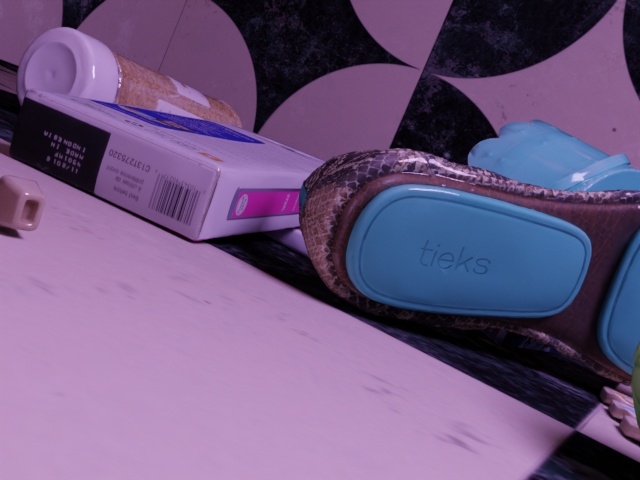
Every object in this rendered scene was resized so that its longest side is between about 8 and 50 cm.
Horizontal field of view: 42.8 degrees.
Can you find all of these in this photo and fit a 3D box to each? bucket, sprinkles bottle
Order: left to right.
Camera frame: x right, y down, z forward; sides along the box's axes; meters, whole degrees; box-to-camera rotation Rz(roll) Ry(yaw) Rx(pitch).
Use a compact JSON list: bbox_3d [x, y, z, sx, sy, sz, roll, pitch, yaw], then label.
[{"bbox_3d":[-0.243,-0.177,1.113,0.121,0.121,0.355,25,5,24],"label":"sprinkles bottle"},{"bbox_3d":[0.313,-0.014,1.106,0.281,0.281,0.183,19,11,-39],"label":"bucket"}]

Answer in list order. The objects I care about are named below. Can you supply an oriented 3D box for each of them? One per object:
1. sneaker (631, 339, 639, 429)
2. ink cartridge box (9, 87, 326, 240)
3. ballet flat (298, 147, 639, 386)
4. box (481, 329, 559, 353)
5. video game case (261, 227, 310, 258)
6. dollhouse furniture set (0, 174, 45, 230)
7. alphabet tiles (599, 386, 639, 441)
[{"bbox_3d":[0.381,0.104,0.314,0.483,0.202,0.185,27,-18,23],"label":"sneaker"},{"bbox_3d":[-0.097,-0.070,0.770,0.176,0.069,0.371,23,13,16],"label":"ink cartridge box"},{"bbox_3d":[0.206,0.016,0.686,0.483,0.164,0.182,15,15,-17],"label":"ballet flat"},{"bbox_3d":[0.183,0.055,0.868,0.159,0.044,0.233,38,12,33],"label":"box"},{"bbox_3d":[0.000,0.000,0.885,0.201,0.023,0.183,26,6,36],"label":"video game case"},{"bbox_3d":[-0.172,-0.072,0.377,0.081,0.114,0.091,21,5,38],"label":"dollhouse furniture set"},{"bbox_3d":[0.345,0.176,0.587,0.278,0.021,0.284,24,5,11],"label":"alphabet tiles"}]
